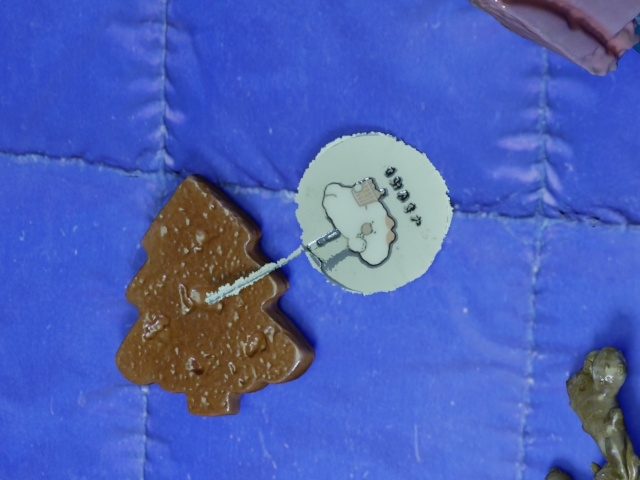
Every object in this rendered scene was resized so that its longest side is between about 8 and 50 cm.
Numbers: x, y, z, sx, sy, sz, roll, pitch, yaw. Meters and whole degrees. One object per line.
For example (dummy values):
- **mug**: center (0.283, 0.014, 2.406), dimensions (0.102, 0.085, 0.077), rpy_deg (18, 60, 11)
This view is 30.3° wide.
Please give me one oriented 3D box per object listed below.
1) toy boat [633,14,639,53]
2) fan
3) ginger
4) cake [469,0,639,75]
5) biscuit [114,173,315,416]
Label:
- **toy boat**: center (0.443, -0.214, 1.139), dimensions (0.299, 0.092, 0.134), rpy_deg (14, 99, 25)
- **fan**: center (0.000, 0.000, 1.400), dimensions (0.329, 0.009, 0.190), rpy_deg (-30, 82, 15)
- **ginger**: center (0.305, 0.226, 1.269), dimensions (0.176, 0.052, 0.193), rpy_deg (55, 135, 28)
- **cake**: center (0.205, -0.357, 1.097), dimensions (0.314, 0.293, 0.307), rpy_deg (-57, 41, 11)
- **biscuit**: center (-0.140, 0.069, 1.484), dimensions (0.284, 0.043, 0.306), rpy_deg (-2, 94, 26)
